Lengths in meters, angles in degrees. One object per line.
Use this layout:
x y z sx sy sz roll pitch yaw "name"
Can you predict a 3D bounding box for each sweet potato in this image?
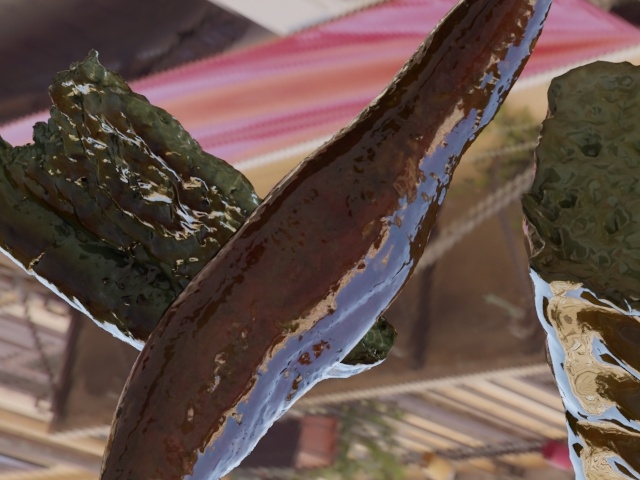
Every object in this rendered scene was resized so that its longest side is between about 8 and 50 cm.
0.002 0.001 0.562 0.058 0.078 0.255 36 -101 12 "sweet potato"

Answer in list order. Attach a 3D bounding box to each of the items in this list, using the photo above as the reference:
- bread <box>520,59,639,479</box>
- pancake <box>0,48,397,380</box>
0.208 0.037 0.851 0.196 0.252 0.238 -13 -138 11 "bread"
-0.103 -0.008 0.853 0.377 0.197 0.054 18 -135 41 "pancake"
